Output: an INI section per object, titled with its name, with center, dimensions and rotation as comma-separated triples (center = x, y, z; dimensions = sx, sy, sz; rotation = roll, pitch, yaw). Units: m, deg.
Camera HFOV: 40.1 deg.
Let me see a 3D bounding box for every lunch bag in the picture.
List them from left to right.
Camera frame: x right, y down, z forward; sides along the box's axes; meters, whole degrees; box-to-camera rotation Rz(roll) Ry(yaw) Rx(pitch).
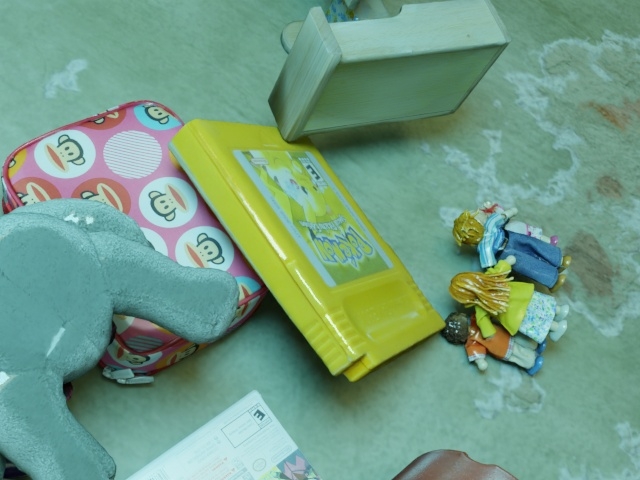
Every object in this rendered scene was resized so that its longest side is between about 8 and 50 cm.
[lunch bag]
center = -0.217, 0.002, 0.979
dimensions = 0.258, 0.120, 0.293
rotation = -29, 76, -31

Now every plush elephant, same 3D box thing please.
[plush elephant]
center = -0.297, 0.074, 0.789
dimensions = 0.330, 0.255, 0.272
rotation = 39, 63, -28

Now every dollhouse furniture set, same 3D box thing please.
[dollhouse furniture set]
center = 0.023, -0.350, 1.125
dimensions = 0.256, 0.362, 0.394
rotation = -12, 68, -27

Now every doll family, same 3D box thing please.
[doll family]
center = 0.241, 0.037, 1.140
dimensions = 0.163, 0.118, 0.263
rotation = 22, 57, -9

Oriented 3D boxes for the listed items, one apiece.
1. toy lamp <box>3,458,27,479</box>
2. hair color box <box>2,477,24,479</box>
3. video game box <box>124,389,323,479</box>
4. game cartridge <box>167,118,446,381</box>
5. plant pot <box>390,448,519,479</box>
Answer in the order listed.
[toy lamp]
center = -0.407, 0.186, 0.831
dimensions = 0.275, 0.080, 0.080
rotation = 9, 59, -14
[hair color box]
center = -0.436, 0.282, 0.747
dimensions = 0.347, 0.105, 0.174
rotation = 10, 60, -17
[video game box]
center = -0.093, 0.288, 0.913
dimensions = 0.205, 0.048, 0.187
rotation = -31, 75, -32
[game cartridge]
center = 0.000, 0.000, 1.017
dimensions = 0.323, 0.053, 0.285
rotation = 52, 22, 12
[plant pot]
center = 0.090, 0.356, 0.832
dimensions = 0.272, 0.272, 0.265
rotation = 47, 49, 8
